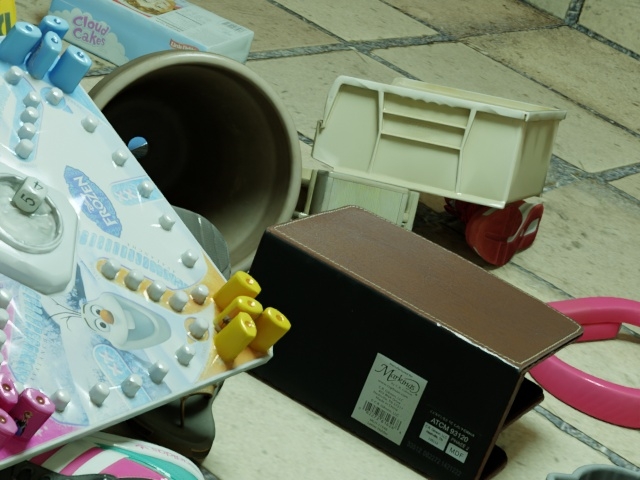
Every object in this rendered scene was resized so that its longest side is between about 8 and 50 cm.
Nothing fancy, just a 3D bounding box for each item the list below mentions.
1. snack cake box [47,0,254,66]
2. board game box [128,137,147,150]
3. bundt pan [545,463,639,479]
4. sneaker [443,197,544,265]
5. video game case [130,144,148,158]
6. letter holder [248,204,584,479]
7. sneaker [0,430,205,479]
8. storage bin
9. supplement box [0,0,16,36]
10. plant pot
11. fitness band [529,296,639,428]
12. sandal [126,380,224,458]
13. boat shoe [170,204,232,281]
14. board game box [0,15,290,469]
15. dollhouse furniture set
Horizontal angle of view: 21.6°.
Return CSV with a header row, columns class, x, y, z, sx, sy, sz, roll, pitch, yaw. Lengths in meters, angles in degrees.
class,x,y,z,sx,sy,sz,roll,pitch,yaw
snack cake box,-0.251,-0.307,2.459,0.264,0.089,0.152,26,25,17
board game box,-0.258,-0.125,2.080,0.169,0.033,0.133,-24,35,-29
bundt pan,0.305,0.333,1.416,0.331,0.124,0.331,17,23,-8
sneaker,0.205,-0.028,2.231,0.128,0.087,0.221,20,9,23
video game case,-0.145,-0.088,2.134,0.212,0.023,0.193,4,27,-35
letter holder,0.091,0.100,1.738,0.302,0.152,0.214,29,22,20
sneaker,-0.210,0.217,1.278,0.296,0.123,0.178,12,14,-20
storage bin,0.154,-0.132,2.139,0.260,0.123,0.262,14,9,16
supplement box,-0.490,-0.145,1.620,0.357,0.195,0.194,7,17,25
plant pot,-0.179,-0.087,1.874,0.263,0.263,0.229,10,6,-22
fitness band,0.368,0.146,1.990,0.291,0.054,0.209,-4,35,-42
sandal,-0.126,0.136,1.593,0.090,0.060,0.219,20,23,2
boat shoe,-0.227,0.000,1.627,0.355,0.130,0.132,40,39,-45
board game box,-0.247,-0.024,1.382,0.390,0.050,0.390,53,32,13
dollhouse furniture set,0.000,0.000,1.965,0.212,0.161,0.242,12,2,-18
